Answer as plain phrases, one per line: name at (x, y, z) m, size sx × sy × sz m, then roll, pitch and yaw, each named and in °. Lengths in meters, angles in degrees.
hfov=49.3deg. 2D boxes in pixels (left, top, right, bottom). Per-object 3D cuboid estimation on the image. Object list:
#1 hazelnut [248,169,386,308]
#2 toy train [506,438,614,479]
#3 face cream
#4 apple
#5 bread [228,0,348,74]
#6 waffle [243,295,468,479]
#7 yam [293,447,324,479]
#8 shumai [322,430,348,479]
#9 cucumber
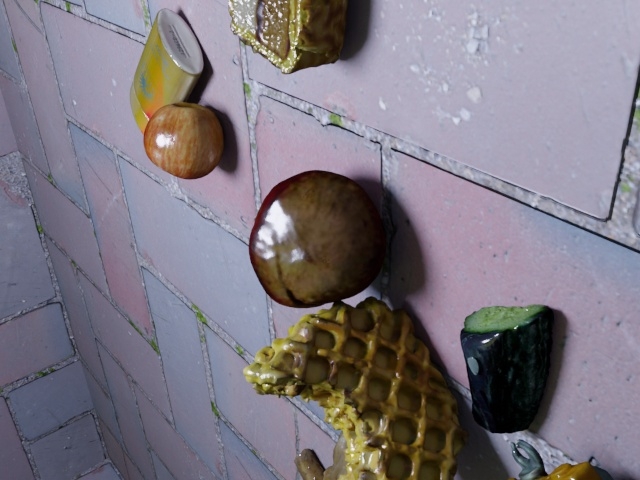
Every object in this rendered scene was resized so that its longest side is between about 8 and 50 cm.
hazelnut at (0.000, 0.000, 0.994) m, size 0.208 × 0.208 × 0.208 m, roll 35°, pitch 138°, yaw 40°
toy train at (0.304, 0.423, 0.737) m, size 0.429 × 0.249 × 0.178 m, roll 58°, pitch 148°, yaw 13°
face cream at (-0.301, -0.300, 1.326) m, size 0.139 × 0.067 × 0.285 m, roll 64°, pitch 149°, yaw 7°
apple at (-0.243, -0.182, 1.252) m, size 0.146 × 0.146 × 0.131 m, roll 36°, pitch 115°, yaw 39°
bread at (-0.038, -0.336, 0.879) m, size 0.181 × 0.096 × 0.222 m, roll 39°, pitch 138°, yaw 36°
waffle at (0.056, 0.248, 0.983) m, size 0.324 × 0.261 × 0.151 m, roll 64°, pitch 157°, yaw 7°
yam at (0.023, 0.542, 1.440) m, size 0.241 × 0.057 × 0.057 m, roll 58°, pitch 148°, yaw 16°
shumai at (0.060, 0.490, 1.146) m, size 0.314 × 0.262 × 0.267 m, roll 42°, pitch 143°, yaw 30°
cucumber at (0.216, 0.154, 0.858) m, size 0.115 × 0.086 × 0.193 m, roll 27°, pitch 139°, yaw 43°
